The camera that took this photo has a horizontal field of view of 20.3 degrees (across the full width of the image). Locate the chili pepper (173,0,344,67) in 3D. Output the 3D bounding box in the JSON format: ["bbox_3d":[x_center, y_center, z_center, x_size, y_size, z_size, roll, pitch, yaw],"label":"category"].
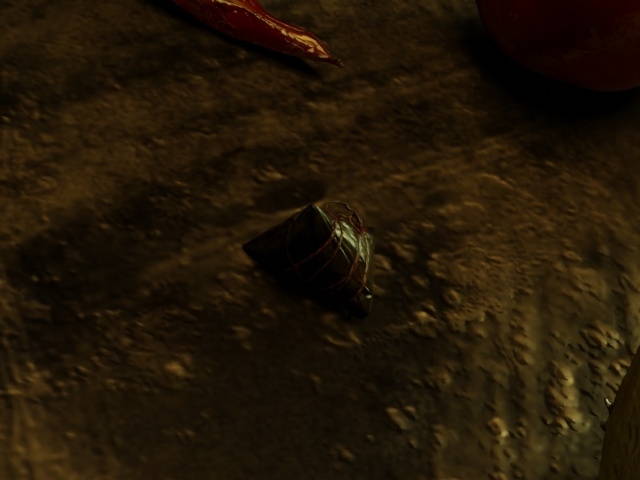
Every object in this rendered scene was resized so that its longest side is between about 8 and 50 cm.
[{"bbox_3d":[-0.061,-0.163,1.254,0.178,0.027,0.045,27,46,4],"label":"chili pepper"}]

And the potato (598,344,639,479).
[{"bbox_3d":[0.234,0.163,1.008,0.138,0.098,0.243,22,36,-8],"label":"potato"}]

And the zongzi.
[{"bbox_3d":[0.000,0.000,1.084,0.083,0.073,0.067,15,61,-9],"label":"zongzi"}]

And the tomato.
[{"bbox_3d":[0.208,-0.188,1.302,0.187,0.187,0.151,11,67,-14],"label":"tomato"}]
